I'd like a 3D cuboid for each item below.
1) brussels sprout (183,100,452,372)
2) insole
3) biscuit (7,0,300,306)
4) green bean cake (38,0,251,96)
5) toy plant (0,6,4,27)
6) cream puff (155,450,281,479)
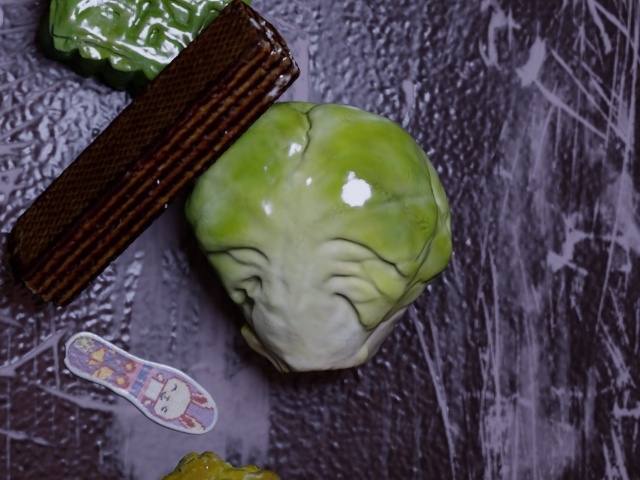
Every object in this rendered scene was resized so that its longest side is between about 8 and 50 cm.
[{"bbox_3d":[0.009,-0.010,1.631,0.274,0.242,0.316,-28,100,-5],"label":"brussels sprout"},{"bbox_3d":[-0.204,0.162,1.698,0.197,0.004,0.065,30,82,-10],"label":"insole"},{"bbox_3d":[-0.185,-0.089,1.587,0.388,0.107,0.073,-43,127,13],"label":"biscuit"},{"bbox_3d":[-0.188,-0.282,1.659,0.222,0.125,0.248,19,84,-11],"label":"green bean cake"},{"bbox_3d":[-0.421,-0.334,1.614,0.232,0.112,0.243,38,64,-17],"label":"toy plant"},{"bbox_3d":[-0.117,0.352,1.611,0.244,0.196,0.244,1,86,-14],"label":"cream puff"}]
